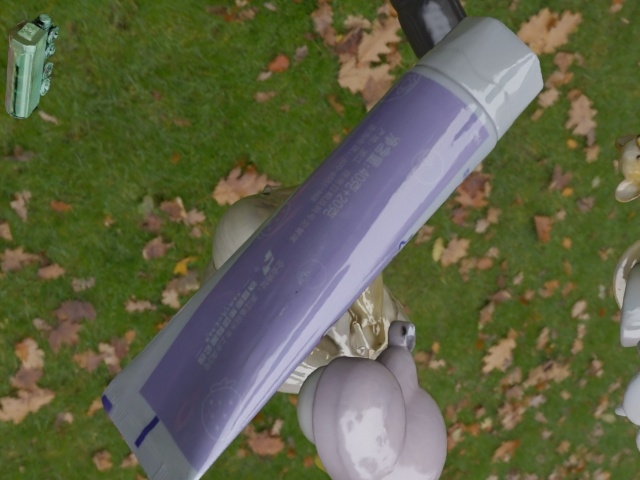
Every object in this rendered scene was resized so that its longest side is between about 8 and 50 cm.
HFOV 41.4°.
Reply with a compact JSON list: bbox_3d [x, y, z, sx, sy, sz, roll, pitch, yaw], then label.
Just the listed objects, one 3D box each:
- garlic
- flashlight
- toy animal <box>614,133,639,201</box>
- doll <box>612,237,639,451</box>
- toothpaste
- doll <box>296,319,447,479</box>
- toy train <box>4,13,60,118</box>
[{"bbox_3d":[-0.013,0.069,0.828,0.184,0.203,0.281,-40,152,-6],"label":"garlic"},{"bbox_3d":[0.081,-0.442,1.168,0.103,0.424,0.103,-27,180,0],"label":"flashlight"},{"bbox_3d":[0.252,-0.046,0.617,0.061,0.083,0.081,-65,148,-25],"label":"toy animal"},{"bbox_3d":[0.312,0.078,0.701,0.143,0.208,0.271,-19,162,27],"label":"doll"},{"bbox_3d":[0.000,0.000,0.569,0.371,0.125,0.080,-46,132,-8],"label":"toothpaste"},{"bbox_3d":[0.004,0.217,0.604,0.160,0.094,0.365,52,52,-42],"label":"doll"},{"bbox_3d":[-0.360,-0.216,1.052,0.038,0.071,0.148,30,142,-2],"label":"toy train"}]
